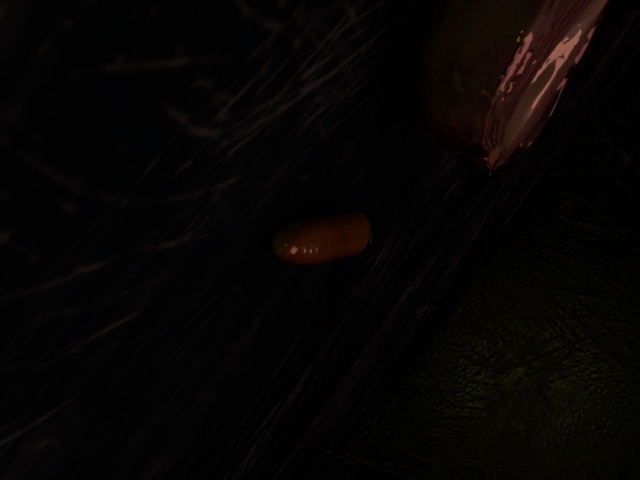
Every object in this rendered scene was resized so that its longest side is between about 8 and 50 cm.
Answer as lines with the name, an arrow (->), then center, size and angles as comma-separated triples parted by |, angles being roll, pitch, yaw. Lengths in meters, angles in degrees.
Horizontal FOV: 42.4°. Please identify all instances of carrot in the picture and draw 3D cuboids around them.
carrot -> 0.000, 0.000, 0.712 | 0.048, 0.048, 0.139 | -60, 163, 18

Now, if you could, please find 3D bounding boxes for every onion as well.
onion -> 0.178, -0.194, 0.693 | 0.283, 0.120, 0.227 | -50, 162, -4
